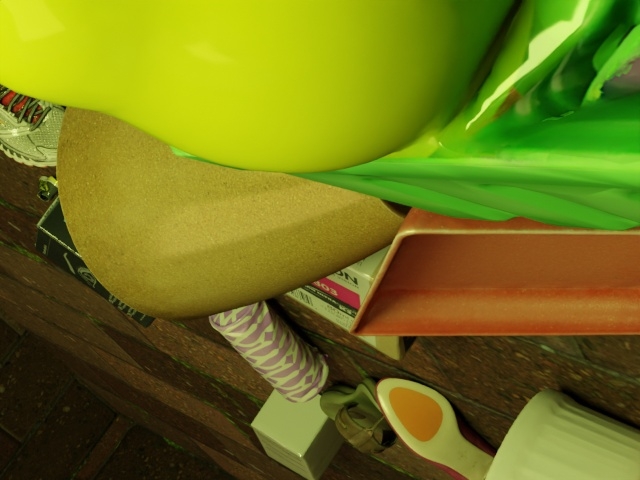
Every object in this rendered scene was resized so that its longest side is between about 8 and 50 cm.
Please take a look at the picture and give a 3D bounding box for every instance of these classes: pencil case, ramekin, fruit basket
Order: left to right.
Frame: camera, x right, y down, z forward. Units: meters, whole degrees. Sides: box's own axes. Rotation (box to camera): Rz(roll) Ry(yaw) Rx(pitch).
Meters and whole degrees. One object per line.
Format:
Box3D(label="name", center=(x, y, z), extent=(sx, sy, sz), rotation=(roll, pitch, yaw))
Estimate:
Box3D(label="pencil case", center=(-0.064, 0.139, 1.646), extent=(0.086, 0.088, 0.206), rotation=(20, 157, 47))
Box3D(label="fruit basket", center=(0.042, -0.131, 0.458), extent=(0.392, 0.282, 0.392), rotation=(21, 170, 4))
Box3D(label="ramekin", center=(0.252, 0.301, 1.219), extent=(0.135, 0.277, 0.277), rotation=(17, 155, 27))

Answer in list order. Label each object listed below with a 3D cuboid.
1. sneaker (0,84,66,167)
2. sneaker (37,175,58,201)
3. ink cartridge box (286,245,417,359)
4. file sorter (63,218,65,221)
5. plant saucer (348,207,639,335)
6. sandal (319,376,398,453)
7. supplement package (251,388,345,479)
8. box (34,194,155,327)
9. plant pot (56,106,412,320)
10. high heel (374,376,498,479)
Box3D(label="sneaker", center=(-0.378, -0.168, 1.426), extent=(0.225, 0.088, 0.092), rotation=(34, 161, 3))
Box3D(label="sneaker", center=(-0.410, -0.075, 1.796), extent=(0.031, 0.035, 0.083), rotation=(41, 161, -16))
Box3D(label="ink cartridge box", center=(0.000, 0.000, 1.185), extent=(0.235, 0.088, 0.193), rotation=(30, 162, 18))
Box3D(label="file sorter", center=(-0.186, -0.024, 1.410), extent=(0.170, 0.118, 0.104), rotation=(19, 160, 40))
Box3D(label="plant saucer", center=(0.160, 0.015, 0.835), extent=(0.259, 0.047, 0.258), rotation=(-1, 162, -6))
Box3D(label="sandal", center=(0.069, 0.264, 1.724), extent=(0.120, 0.086, 0.303), rotation=(38, 162, -8))
Box3D(label="supplement package", center=(-0.033, 0.317, 2.009), extent=(0.105, 0.105, 0.179), rotation=(29, 160, 19))
Box3D(label="box", center=(-0.286, 0.014, 1.688), extent=(0.207, 0.108, 0.153), rotation=(37, 162, -6))
Box3D(label="plant pot", center=(-0.029, -0.059, 0.913), extent=(0.254, 0.237, 0.237), rotation=(-4, 139, 43))
Box3D(label="high heel", center=(0.162, 0.259, 1.594), extent=(0.244, 0.082, 0.117), rotation=(33, 172, -8))
